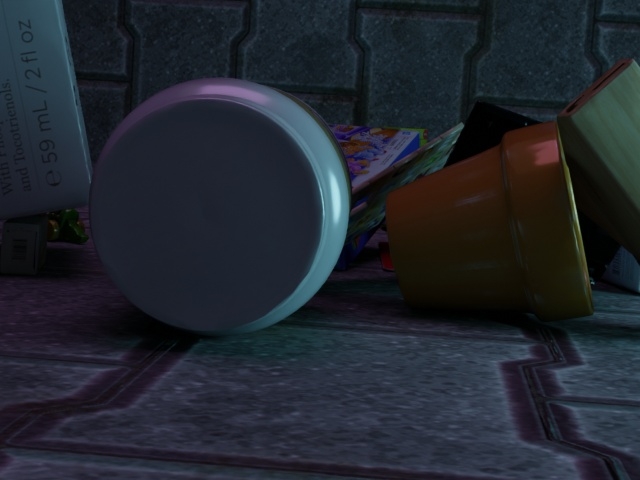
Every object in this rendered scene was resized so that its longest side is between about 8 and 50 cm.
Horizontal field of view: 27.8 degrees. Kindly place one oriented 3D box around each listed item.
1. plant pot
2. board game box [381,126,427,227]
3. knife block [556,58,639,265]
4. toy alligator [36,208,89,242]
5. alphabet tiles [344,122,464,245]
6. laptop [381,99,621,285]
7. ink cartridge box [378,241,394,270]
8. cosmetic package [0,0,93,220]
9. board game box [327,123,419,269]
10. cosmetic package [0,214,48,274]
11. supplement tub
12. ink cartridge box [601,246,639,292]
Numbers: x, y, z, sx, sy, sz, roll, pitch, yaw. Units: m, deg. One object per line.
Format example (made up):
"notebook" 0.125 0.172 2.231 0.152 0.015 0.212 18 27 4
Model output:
"plant pot" 0.173 -0.007 1.354 0.188 0.205 0.205 -11 3 12
"board game box" 0.148 -0.115 2.358 0.043 0.181 0.092 8 7 36
"knife block" 0.356 -0.020 1.259 0.242 0.088 0.275 44 -8 31
"toy alligator" -0.391 -0.031 1.840 0.190 0.051 0.056 9 7 43
"alphabet tiles" 0.075 -0.051 1.510 0.237 0.009 0.198 -32 -14 -33
"laptop" 0.230 -0.046 1.527 0.234 0.264 0.136 18 32 -11
"ink cartridge box" 0.221 -0.029 1.826 0.272 0.130 0.309 2 6 0
"cosmetic package" -0.488 -0.177 1.528 0.394 0.329 0.327 -11 9 -8
"board game box" -0.018 -0.074 1.838 0.233 0.078 0.347 6 25 19
"cosmetic package" -0.342 0.004 1.500 0.041 0.060 0.115 4 7 -7
"supplement tub" -0.086 -0.036 1.203 0.228 0.228 0.316 4 5 2
"ink cartridge box" 0.426 -0.027 1.713 0.100 0.171 0.237 4 6 -10
